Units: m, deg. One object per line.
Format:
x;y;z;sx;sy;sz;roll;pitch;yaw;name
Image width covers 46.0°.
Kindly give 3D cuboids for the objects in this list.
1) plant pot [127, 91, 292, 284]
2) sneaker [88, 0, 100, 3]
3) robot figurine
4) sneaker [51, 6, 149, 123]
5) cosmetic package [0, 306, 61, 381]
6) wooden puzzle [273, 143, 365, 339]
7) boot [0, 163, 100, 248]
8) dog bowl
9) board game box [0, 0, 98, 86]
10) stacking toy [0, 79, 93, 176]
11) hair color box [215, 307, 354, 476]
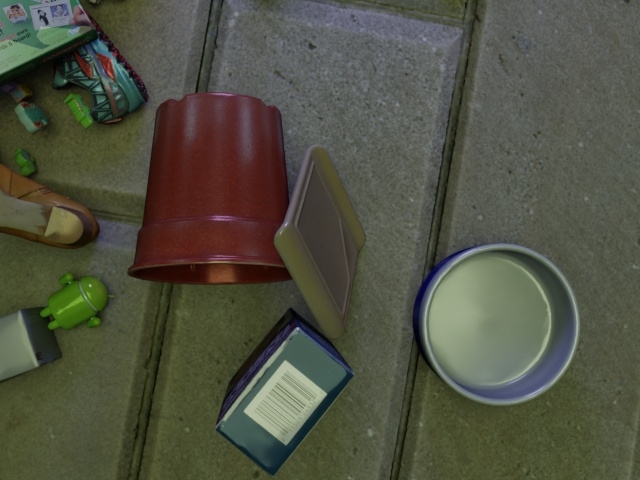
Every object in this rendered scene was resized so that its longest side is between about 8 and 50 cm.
-0.162;-0.075;1.190;0.272;0.272;0.265;0;80;-3;plant pot
-0.335;-0.447;1.286;0.152;0.054;0.061;-17;99;2;sneaker
-0.404;0.103;1.253;0.115;0.067;0.101;-31;96;-4;robot figurine
-0.409;-0.307;1.248;0.125;0.104;0.262;-38;91;-2;sneaker
-0.558;0.191;1.213;0.237;0.127;0.107;-22;89;-5;cosmetic package
0.000;0.000;1.179;0.044;0.239;0.221;-10;126;24;wooden puzzle
-0.492;-0.060;1.177;0.295;0.211;0.104;24;85;-13;boot
0.292;0.138;1.275;0.264;0.104;0.265;0;89;-4;dog bowl
-0.533;-0.336;1.145;0.317;0.046;0.214;-29;89;-11;board game box
-0.492;-0.234;1.231;0.167;0.052;0.221;-34;91;24;stacking toy
-0.057;0.209;1.130;0.105;0.347;0.174;40;86;-2;hair color box
